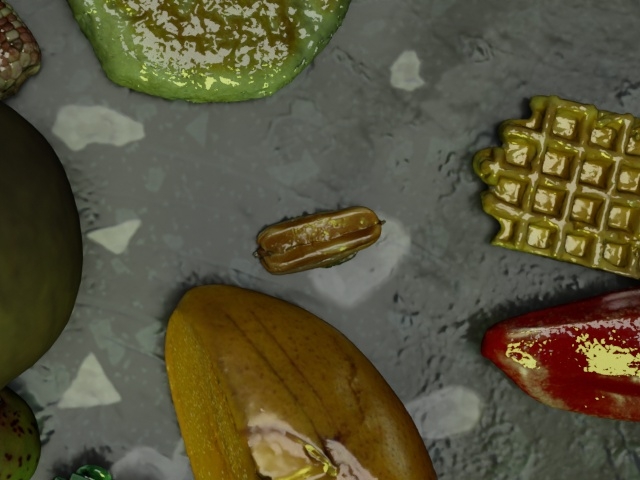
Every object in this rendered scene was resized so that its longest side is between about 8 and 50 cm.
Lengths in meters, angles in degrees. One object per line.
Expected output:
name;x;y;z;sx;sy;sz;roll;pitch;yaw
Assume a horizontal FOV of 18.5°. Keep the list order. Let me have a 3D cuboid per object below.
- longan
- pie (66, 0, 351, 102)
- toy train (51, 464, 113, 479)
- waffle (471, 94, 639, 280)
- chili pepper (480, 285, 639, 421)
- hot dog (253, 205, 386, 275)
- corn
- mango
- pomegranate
longan;-0.383;0.021;1.704;0.361;0.361;0.361;0;92;-7
pie;-0.103;-0.286;1.863;0.323;0.070;0.323;0;90;-8
toy train;-0.179;0.278;1.859;0.178;0.104;0.071;22;46;-3
waffle;0.251;-0.057;1.917;0.211;0.055;0.160;14;91;-6
chili pepper;0.282;0.111;1.904;0.253;0.144;0.136;-3;73;3
hot dog;0.000;0.000;1.900;0.133;0.041;0.056;-14;93;2
corn;-0.363;-0.237;1.826;0.086;0.086;0.253;-44;93;-4
mango;-0.024;0.191;1.836;0.201;0.199;0.350;-33;89;30
pomegranate;-0.325;0.191;1.826;0.130;0.130;0.130;0;92;-7
